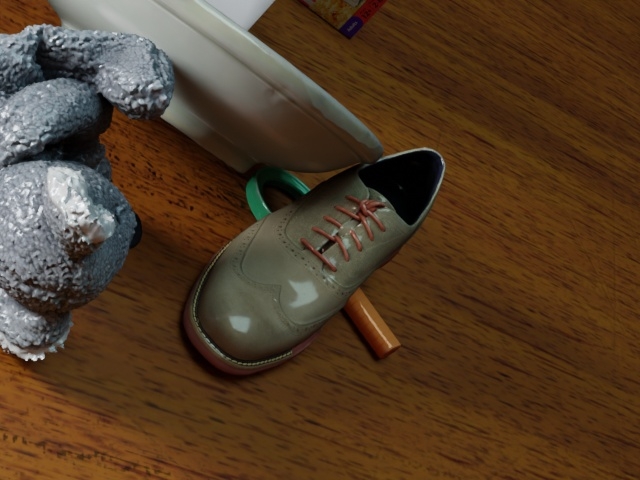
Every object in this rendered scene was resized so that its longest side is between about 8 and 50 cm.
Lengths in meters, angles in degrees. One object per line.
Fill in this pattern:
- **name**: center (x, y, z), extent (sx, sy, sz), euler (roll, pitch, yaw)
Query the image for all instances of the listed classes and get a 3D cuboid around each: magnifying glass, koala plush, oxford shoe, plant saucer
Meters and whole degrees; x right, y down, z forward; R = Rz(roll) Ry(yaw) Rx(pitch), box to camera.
- **magnifying glass**: center (0.005, 0.019, 1.458), extent (0.092, 0.026, 0.231), euler (-13, 65, -56)
- **koala plush**: center (-0.215, -0.033, 1.110), extent (0.203, 0.196, 0.221), euler (7, 48, -32)
- **oxford shoe**: center (0.000, 0.000, 1.347), extent (0.123, 0.130, 0.348), euler (45, 41, 2)
- **plant saucer**: center (-0.129, -0.161, 1.340), extent (0.400, 0.100, 0.400), euler (36, 1, -1)

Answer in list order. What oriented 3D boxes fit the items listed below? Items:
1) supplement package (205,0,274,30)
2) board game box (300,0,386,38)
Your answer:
- **supplement package**: center (-0.134, -0.370, 1.566), extent (0.262, 0.204, 0.145), euler (38, 32, -15)
- **board game box**: center (0.010, -0.361, 1.789), extent (0.193, 0.147, 0.045), euler (35, 32, -18)
